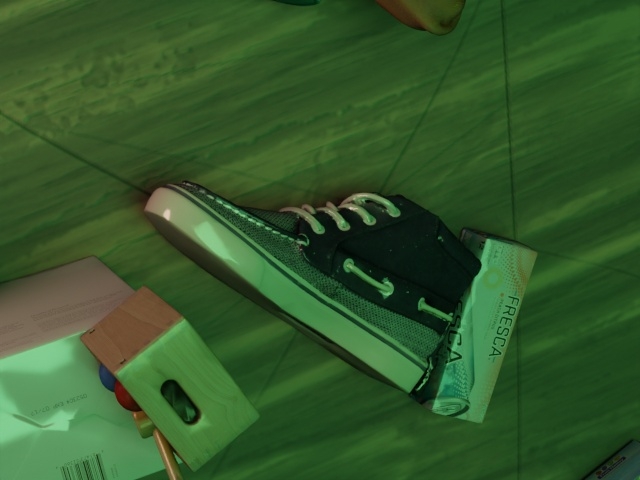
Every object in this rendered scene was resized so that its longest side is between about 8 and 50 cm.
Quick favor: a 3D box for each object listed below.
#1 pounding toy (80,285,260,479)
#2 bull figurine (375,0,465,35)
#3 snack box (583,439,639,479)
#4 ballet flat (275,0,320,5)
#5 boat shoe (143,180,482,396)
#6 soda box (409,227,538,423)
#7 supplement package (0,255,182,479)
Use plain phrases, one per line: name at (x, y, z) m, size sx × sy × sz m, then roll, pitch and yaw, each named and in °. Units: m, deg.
pounding toy at (-0.121, 0.132, 1.554) m, size 0.100 × 0.130 × 0.141 m, roll -39°, pitch 113°, yaw -9°
bull figurine at (0.029, -0.312, 1.693) m, size 0.310 × 0.101 × 0.188 m, roll 46°, pitch 41°, yaw -35°
snack box at (0.325, 0.344, 2.030) m, size 0.174 × 0.070 × 0.207 m, roll -36°, pitch 111°, yaw -11°
ballet flat at (-0.135, -0.298, 1.695) m, size 0.342 × 0.116 × 0.124 m, roll 9°, pitch 85°, yaw -25°
boat shoe at (0.000, 0.000, 1.812) m, size 0.340 × 0.127 × 0.158 m, roll 36°, pitch 81°, yaw -32°
soda box at (0.151, 0.083, 1.912) m, size 0.063 × 0.058 × 0.183 m, roll 15°, pitch 95°, yaw -24°
supplement package at (-0.243, 0.129, 1.688) m, size 0.194 × 0.203 × 0.149 m, roll -18°, pitch 108°, yaw -16°
